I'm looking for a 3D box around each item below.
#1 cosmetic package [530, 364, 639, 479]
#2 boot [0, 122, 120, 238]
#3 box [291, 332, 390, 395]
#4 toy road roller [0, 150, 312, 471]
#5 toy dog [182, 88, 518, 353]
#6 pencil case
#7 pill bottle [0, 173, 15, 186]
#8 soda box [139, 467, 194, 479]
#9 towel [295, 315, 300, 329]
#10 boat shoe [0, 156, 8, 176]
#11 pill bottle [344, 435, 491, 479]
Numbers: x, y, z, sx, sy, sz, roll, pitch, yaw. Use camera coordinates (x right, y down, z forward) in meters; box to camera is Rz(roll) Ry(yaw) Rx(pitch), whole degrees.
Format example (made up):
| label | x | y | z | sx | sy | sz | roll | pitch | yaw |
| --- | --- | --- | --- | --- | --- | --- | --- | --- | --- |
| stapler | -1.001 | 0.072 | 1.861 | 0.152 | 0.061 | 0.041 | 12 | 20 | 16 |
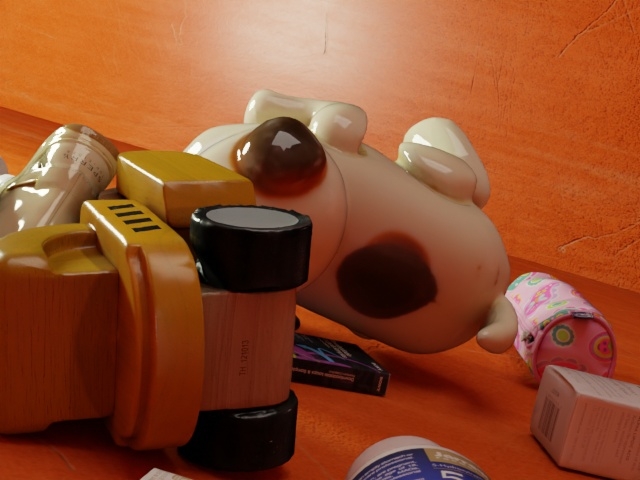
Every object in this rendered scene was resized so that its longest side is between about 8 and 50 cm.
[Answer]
| label | x | y | z | sx | sy | sz | roll | pitch | yaw |
| --- | --- | --- | --- | --- | --- | --- | --- | --- | --- |
| cosmetic package | 0.346 | 0.203 | 1.193 | 0.231 | 0.085 | 0.117 | 12 | 8 | -7 |
| boot | -0.295 | 0.030 | 1.096 | 0.095 | 0.262 | 0.203 | 34 | 44 | -17 |
| box | -0.017 | 0.126 | 1.259 | 0.162 | 0.029 | 0.116 | 14 | 7 | -20 |
| toy road roller | -0.163 | 0.049 | 0.943 | 0.241 | 0.202 | 0.329 | -1 | 15 | -25 |
| toy dog | 0.000 | 0.000 | 1.316 | 0.408 | 0.284 | 0.395 | 15 | 34 | -42 |
| pencil case | 0.318 | 0.123 | 1.581 | 0.124 | 0.124 | 0.284 | 14 | 10 | -2 |
| pill bottle | -0.376 | -0.040 | 1.568 | 0.152 | 0.086 | 0.086 | 18 | 8 | 27 |
| soda box | -0.092 | 0.181 | 0.571 | 0.074 | 0.069 | 0.216 | 16 | 7 | 9 |
| towel | -0.086 | 0.091 | 1.383 | 0.119 | 0.029 | 0.067 | 9 | 12 | -41 |
| boat shoe | -0.538 | -0.083 | 1.667 | 0.070 | 0.077 | 0.219 | -19 | -1 | 20 |
| pill bottle | 0.063 | 0.184 | 0.681 | 0.112 | 0.112 | 0.186 | 14 | 8 | -7 |
